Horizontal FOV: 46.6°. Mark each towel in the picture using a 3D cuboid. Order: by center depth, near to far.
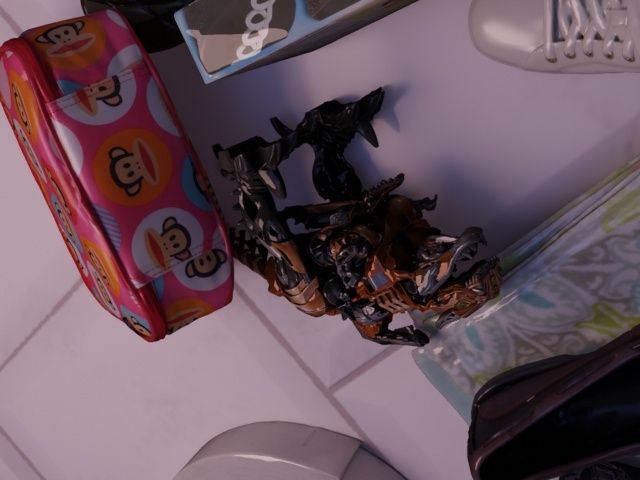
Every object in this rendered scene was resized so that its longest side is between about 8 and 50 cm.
[{"bbox_3d":[0.295,0.127,0.621,0.374,0.090,0.320,49,122,0],"label":"towel"}]

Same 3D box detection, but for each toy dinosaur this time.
[{"bbox_3d":[0.000,0.000,0.665,0.321,0.164,0.218,-9,110,27],"label":"toy dinosaur"}]

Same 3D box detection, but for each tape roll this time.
[{"bbox_3d":[-0.021,0.399,0.884,0.392,0.072,0.392,9,114,22],"label":"tape roll"}]

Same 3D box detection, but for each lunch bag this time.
[{"bbox_3d":[-0.205,-0.062,0.717,0.258,0.120,0.293,13,127,61],"label":"lunch bag"}]

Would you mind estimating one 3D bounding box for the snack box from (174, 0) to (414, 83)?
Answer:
[{"bbox_3d":[0.073,-0.211,0.530,0.322,0.187,0.060,-18,101,29],"label":"snack box"}]

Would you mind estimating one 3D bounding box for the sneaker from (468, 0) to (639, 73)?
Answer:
[{"bbox_3d":[0.223,-0.165,0.506,0.290,0.123,0.106,5,111,35],"label":"sneaker"}]

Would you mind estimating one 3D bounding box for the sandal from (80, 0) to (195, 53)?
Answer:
[{"bbox_3d":[-0.116,-0.240,0.686,0.219,0.060,0.090,-21,106,15],"label":"sandal"}]

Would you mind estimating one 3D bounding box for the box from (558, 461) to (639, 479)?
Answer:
[{"bbox_3d":[0.329,0.324,0.589,0.307,0.076,0.243,10,113,19],"label":"box"}]

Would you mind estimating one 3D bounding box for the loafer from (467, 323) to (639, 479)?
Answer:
[{"bbox_3d":[0.241,0.113,0.536,0.302,0.095,0.109,-31,95,29],"label":"loafer"}]
